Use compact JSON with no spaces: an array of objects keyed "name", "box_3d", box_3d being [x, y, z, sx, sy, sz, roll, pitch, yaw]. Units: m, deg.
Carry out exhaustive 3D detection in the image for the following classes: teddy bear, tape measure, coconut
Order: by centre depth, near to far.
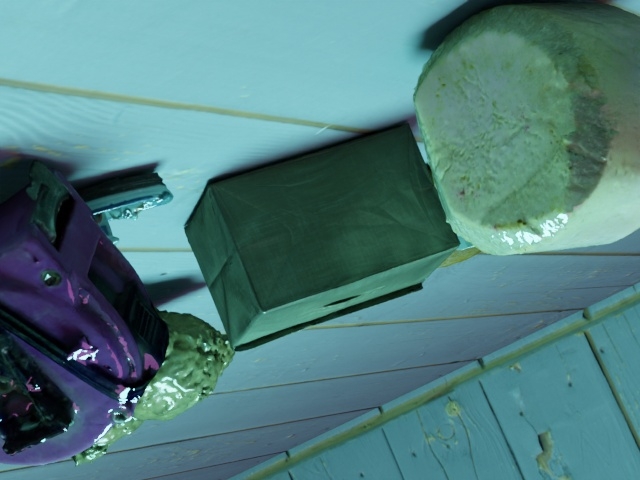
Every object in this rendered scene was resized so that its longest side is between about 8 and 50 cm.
[{"name":"tape measure","box_3d":[-0.269,0.078,1.490,0.231,0.245,0.149,-29,-152,21]},{"name":"coconut","box_3d":[0.219,-0.103,1.561,0.239,0.239,0.244,-31,166,35]},{"name":"teddy bear","box_3d":[-0.233,0.159,2.054,0.256,0.156,0.267,-30,165,23]}]

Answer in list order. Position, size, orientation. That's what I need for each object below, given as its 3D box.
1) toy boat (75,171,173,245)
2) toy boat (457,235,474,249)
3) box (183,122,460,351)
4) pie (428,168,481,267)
[{"name":"toy boat","box_3d":[-0.200,-0.017,1.560,0.140,0.066,0.059,-16,170,-24]},{"name":"toy boat","box_3d":[0.179,-0.022,2.006,0.149,0.034,0.105,-4,146,-43]},{"name":"box","box_3d":[0.000,0.000,1.776,0.231,0.155,0.149,-17,166,-19]},{"name":"pie","box_3d":[0.151,-0.036,2.082,0.273,0.069,0.273,-22,156,-10]}]
